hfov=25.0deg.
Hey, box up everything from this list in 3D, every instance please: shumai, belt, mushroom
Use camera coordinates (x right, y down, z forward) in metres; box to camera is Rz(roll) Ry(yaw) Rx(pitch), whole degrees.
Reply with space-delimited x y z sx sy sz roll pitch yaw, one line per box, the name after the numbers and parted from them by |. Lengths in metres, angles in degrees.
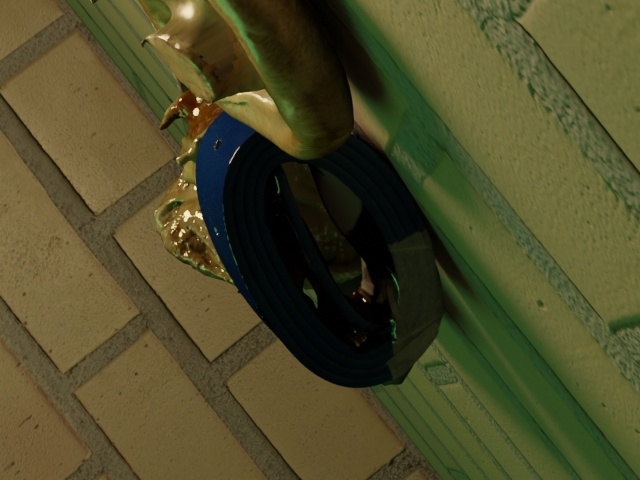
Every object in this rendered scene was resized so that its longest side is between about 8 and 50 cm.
-0.054 -0.099 1.787 0.314 0.267 0.262 20 128 21 | shumai
0.000 0.000 1.608 0.347 0.212 0.117 59 170 -26 | belt
-0.074 -0.194 1.361 0.278 0.146 0.278 42 164 15 | mushroom

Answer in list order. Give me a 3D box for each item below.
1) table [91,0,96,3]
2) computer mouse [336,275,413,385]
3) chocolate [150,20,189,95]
-0.354 -0.435 2.301 0.062 0.083 0.079 50 175 9 | table
0.058 0.059 1.945 0.188 0.122 0.371 56 180 -26 | computer mouse
-0.177 -0.286 1.883 0.254 0.080 0.156 88 159 -77 | chocolate
